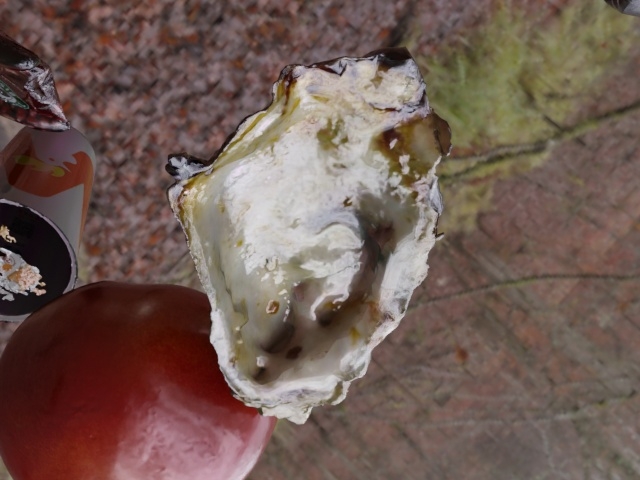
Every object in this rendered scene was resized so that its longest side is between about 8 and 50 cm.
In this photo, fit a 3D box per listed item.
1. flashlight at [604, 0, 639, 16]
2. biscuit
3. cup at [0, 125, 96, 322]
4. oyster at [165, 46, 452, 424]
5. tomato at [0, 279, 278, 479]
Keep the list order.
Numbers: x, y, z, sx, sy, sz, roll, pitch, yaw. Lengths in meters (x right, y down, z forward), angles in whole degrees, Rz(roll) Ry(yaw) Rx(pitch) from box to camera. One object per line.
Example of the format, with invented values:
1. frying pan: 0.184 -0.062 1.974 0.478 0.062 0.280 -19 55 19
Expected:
1. flashlight: 0.433 -0.207 0.840 0.424 0.103 0.103 6 143 -20
2. biscuit: -0.368 -0.199 1.118 0.063 0.151 0.235 -57 177 -18
3. cup: -0.413 -0.050 1.387 0.203 0.203 0.288 -53 -162 27
4. oyster: 0.004 0.008 0.818 0.221 0.096 0.361 -13 129 -3
5. tomato: -0.185 0.177 0.978 0.298 0.298 0.226 113 -14 -61
